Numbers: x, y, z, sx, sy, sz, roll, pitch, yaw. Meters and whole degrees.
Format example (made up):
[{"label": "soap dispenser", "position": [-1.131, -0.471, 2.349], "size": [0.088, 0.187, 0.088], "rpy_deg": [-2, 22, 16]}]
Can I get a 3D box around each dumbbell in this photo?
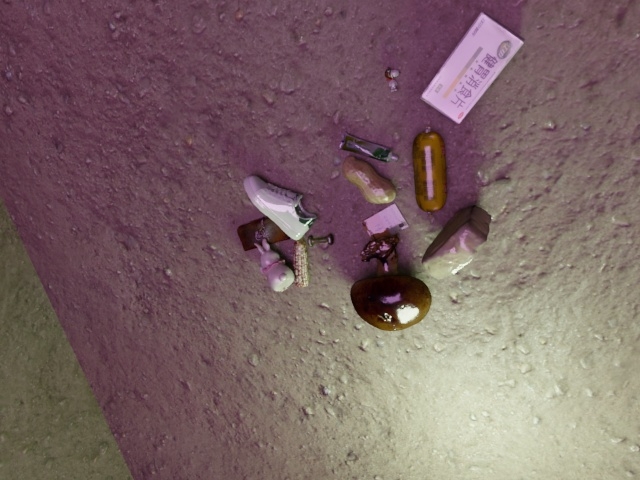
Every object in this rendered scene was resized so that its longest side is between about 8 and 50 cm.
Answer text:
[{"label": "dumbbell", "position": [0.000, 0.000, 1.835], "size": [0.118, 0.046, 0.052], "rpy_deg": [-5, 102, 19]}]

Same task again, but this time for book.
[{"label": "book", "position": [0.276, -0.071, 1.742], "size": [0.172, 0.012, 0.118], "rpy_deg": [-30, 97, 24]}]

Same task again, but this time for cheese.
[{"label": "cheese", "position": [0.517, 0.002, 1.523], "size": [0.115, 0.326, 0.318], "rpy_deg": [40, 79, 2]}]

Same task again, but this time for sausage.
[{"label": "sausage", "position": [0.423, -0.264, 1.565], "size": [0.124, 0.123, 0.346], "rpy_deg": [-2, 109, 18]}]

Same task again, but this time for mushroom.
[{"label": "mushroom", "position": [0.282, 0.209, 1.745], "size": [0.331, 0.356, 0.334], "rpy_deg": [-29, 140, 17]}]

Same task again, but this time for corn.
[{"label": "corn", "position": [-0.093, 0.105, 1.885], "size": [0.080, 0.079, 0.236], "rpy_deg": [5, 111, 16]}]

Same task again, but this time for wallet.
[{"label": "wallet", "position": [-0.278, -0.037, 1.917], "size": [0.256, 0.031, 0.137], "rpy_deg": [-15, 106, 23]}]

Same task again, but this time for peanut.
[{"label": "peanut", "position": [0.192, -0.238, 1.654], "size": [0.257, 0.123, 0.123], "rpy_deg": [38, 115, 4]}]

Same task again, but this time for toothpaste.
[{"label": "toothpaste", "position": [0.197, -0.370, 1.644], "size": [0.248, 0.047, 0.078], "rpy_deg": [21, 110, 12]}]

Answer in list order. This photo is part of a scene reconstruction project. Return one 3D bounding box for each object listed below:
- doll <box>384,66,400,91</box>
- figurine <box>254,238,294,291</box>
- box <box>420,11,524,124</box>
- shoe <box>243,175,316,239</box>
[{"label": "doll", "position": [0.269, -0.611, 1.537], "size": [0.058, 0.040, 0.085], "rpy_deg": [10, 111, 3]}, {"label": "figurine", "position": [-0.225, 0.116, 1.900], "size": [0.127, 0.155, 0.235], "rpy_deg": [-32, 70, -6]}, {"label": "box", "position": [0.519, -0.592, 1.407], "size": [0.173, 0.145, 0.332], "rpy_deg": [36, 115, 0]}, {"label": "shoe", "position": [-0.171, -0.176, 1.783], "size": [0.363, 0.131, 0.160], "rpy_deg": [46, 116, -7]}]
